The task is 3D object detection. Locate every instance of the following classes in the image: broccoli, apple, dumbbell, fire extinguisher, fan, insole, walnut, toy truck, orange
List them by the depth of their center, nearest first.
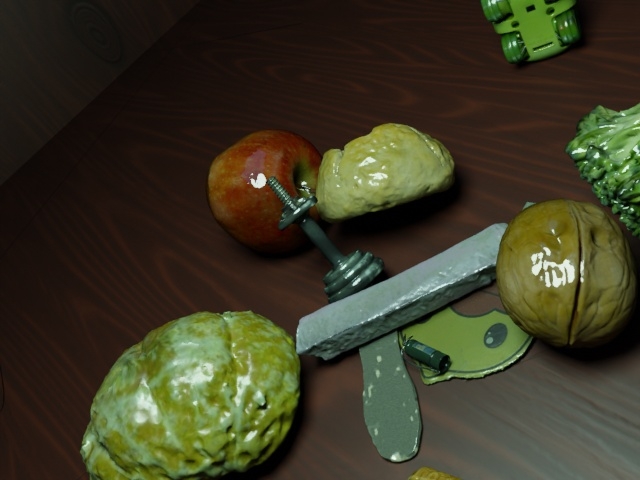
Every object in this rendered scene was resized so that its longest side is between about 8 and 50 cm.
[{"bbox_3d":[0.457,-0.113,0.796,0.288,0.246,0.248,33,31,18],"label":"broccoli"},{"bbox_3d":[0.305,0.041,0.833,0.167,0.167,0.207,-14,44,26],"label":"walnut"},{"bbox_3d":[0.140,0.160,0.931,0.083,0.025,0.038,23,74,47],"label":"fire extinguisher"},{"bbox_3d":[0.094,0.200,0.947,0.081,0.011,0.248,-26,41,18],"label":"insole"},{"bbox_3d":[0.233,0.068,0.975,0.229,0.011,0.335,14,61,45],"label":"fan"},{"bbox_3d":[-0.204,0.239,0.986,0.368,0.210,0.271,-34,36,0],"label":"orange"},{"bbox_3d":[0.000,0.000,1.055,0.110,0.254,0.110,-40,4,3],"label":"dumbbell"},{"bbox_3d":[-0.101,-0.091,1.225,0.229,0.230,0.230,-21,41,19],"label":"apple"},{"bbox_3d":[0.399,-0.435,1.236,0.148,0.187,0.210,-15,20,30],"label":"toy truck"}]

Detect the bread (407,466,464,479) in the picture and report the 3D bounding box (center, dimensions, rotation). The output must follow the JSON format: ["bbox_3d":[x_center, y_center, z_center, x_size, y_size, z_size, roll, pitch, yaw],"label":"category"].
[{"bbox_3d":[0.167,0.303,0.763,0.157,0.044,0.052,7,58,41],"label":"bread"}]

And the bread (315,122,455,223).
[{"bbox_3d":[0.102,-0.117,1.117,0.244,0.134,0.244,-19,2,1],"label":"bread"}]

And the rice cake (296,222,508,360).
[{"bbox_3d":[0.129,0.081,0.981,0.364,0.056,0.073,-28,47,9],"label":"rice cake"}]
